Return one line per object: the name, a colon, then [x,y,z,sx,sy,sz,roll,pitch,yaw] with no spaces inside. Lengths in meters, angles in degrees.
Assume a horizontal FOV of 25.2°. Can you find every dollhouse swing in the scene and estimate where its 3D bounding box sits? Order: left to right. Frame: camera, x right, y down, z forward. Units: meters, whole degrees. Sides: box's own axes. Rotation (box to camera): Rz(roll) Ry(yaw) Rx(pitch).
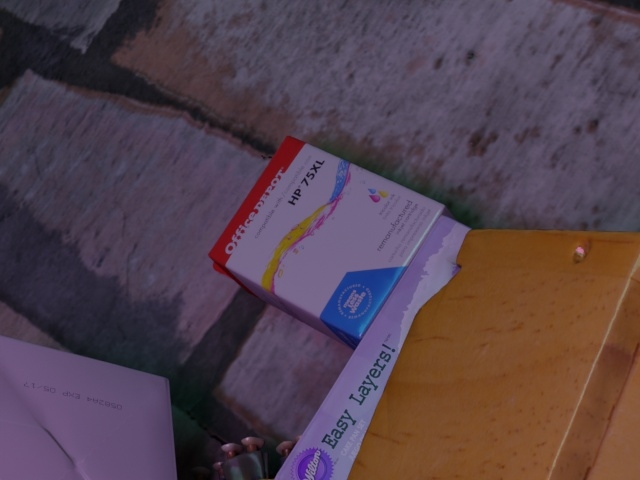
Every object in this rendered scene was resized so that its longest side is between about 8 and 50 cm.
dollhouse swing: [0.208,0.210,0.890,0.346,0.305,0.315,-68,20,-7]

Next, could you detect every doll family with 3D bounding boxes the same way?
doll family: [-0.079,0.229,1.171,0.193,0.076,0.111,-21,61,23]

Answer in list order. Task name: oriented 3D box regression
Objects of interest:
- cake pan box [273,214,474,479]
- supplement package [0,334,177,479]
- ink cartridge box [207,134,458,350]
cake pan box: [0.129,0.145,1.080,0.246,0.070,0.267,29,79,29]
supplement package: [-0.269,0.228,1.143,0.263,0.199,0.198,-35,50,36]
ink cartridge box: [0.000,0.000,1.243,0.231,0.078,0.134,26,79,36]
